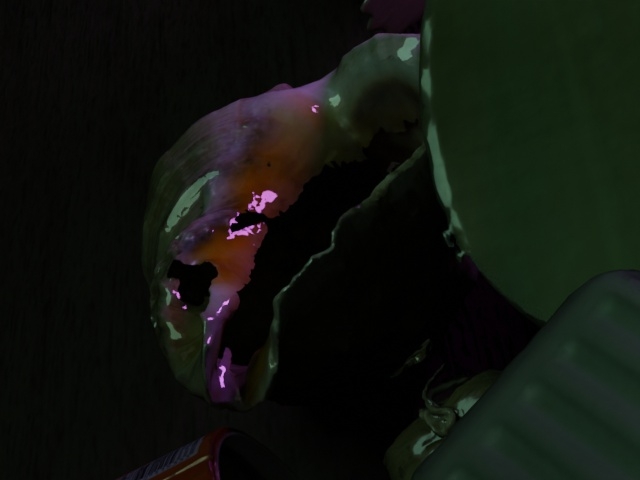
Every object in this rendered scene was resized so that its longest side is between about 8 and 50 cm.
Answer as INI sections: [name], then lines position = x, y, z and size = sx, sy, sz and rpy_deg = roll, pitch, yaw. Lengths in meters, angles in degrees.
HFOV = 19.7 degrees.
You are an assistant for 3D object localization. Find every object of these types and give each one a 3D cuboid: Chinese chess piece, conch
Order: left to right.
[conch]
position = 0.008, 0.004, 1.112
size = 0.263, 0.186, 0.324
rpy_deg = -48, 24, 24
[Chinese chess piece]
position = 0.202, -0.104, 0.916
size = 0.349, 0.146, 0.349
rpy_deg = -18, 67, 51

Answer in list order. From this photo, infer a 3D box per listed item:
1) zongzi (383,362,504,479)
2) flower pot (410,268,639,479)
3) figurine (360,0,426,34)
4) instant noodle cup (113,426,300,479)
[zongzi]
position = 0.073, 0.142, 0.891
size = 0.197, 0.194, 0.099
rpy_deg = -38, 59, 25
[flower pot]
position = 0.175, 0.139, 0.706
size = 0.189, 0.239, 0.209
rpy_deg = 37, 114, 61
[figurine]
position = 0.083, -0.389, 1.444
size = 0.377, 0.266, 0.361
rpy_deg = -45, 34, 6
[instant noodle cup]
position = -0.078, 0.225, 0.932
size = 0.192, 0.250, 0.250
rpy_deg = -34, 31, 10
